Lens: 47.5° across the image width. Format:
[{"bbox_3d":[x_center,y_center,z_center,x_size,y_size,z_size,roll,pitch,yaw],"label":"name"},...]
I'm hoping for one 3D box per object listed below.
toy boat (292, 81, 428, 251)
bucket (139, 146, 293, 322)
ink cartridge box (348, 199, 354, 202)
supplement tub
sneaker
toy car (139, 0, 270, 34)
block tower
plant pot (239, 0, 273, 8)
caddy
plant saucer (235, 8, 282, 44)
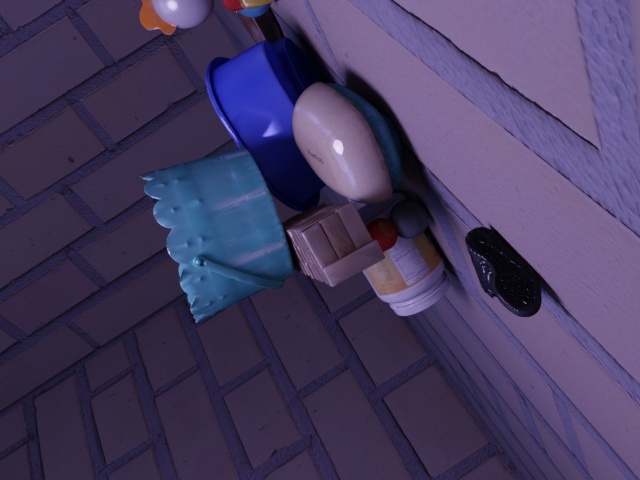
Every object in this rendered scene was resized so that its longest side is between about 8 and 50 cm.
[{"bbox_3d":[0.073,-0.115,1.177,0.267,0.148,0.318,47,163,56],"label":"toy boat"},{"bbox_3d":[-0.172,-0.016,1.233,0.281,0.183,0.281,160,90,-80],"label":"bucket"},{"bbox_3d":[0.048,-0.186,1.749,0.104,0.061,0.181,56,178,40],"label":"ink cartridge box"},{"bbox_3d":[0.143,0.027,1.370,0.200,0.144,0.144,57,179,-15],"label":"supplement tub"},{"bbox_3d":[0.223,0.045,0.891,0.089,0.051,0.170,58,-177,-45],"label":"sneaker"},{"bbox_3d":[-0.231,-0.470,1.291,0.210,0.238,0.219,57,179,5],"label":"toy car"},{"bbox_3d":[0.000,0.000,1.167,0.097,0.091,0.335,62,170,-8],"label":"block tower"},{"bbox_3d":[-0.098,-0.410,1.152,0.081,0.083,0.081,57,180,-19],"label":"plant pot"},{"bbox_3d":[-0.079,-0.219,1.383,0.341,0.179,0.241,57,-155,-5],"label":"caddy"},{"bbox_3d":[-0.167,-0.536,1.617,0.311,0.050,0.310,58,178,3],"label":"plant saucer"}]
